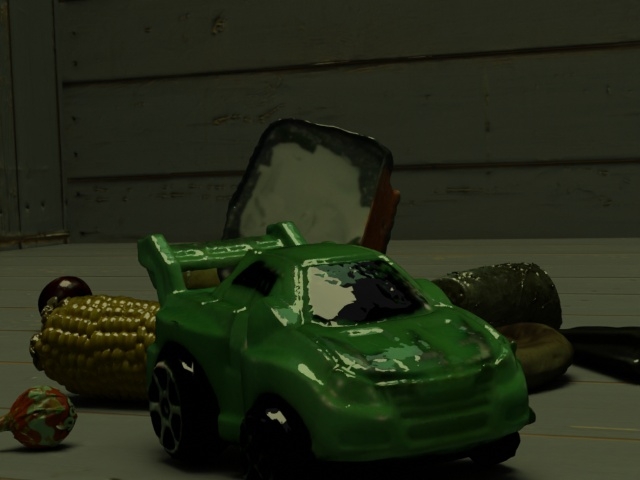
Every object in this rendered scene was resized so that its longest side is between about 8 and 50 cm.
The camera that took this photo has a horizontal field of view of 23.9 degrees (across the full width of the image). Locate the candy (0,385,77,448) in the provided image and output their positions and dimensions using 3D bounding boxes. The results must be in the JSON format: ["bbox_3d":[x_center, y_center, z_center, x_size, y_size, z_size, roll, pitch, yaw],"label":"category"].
[{"bbox_3d":[-0.292,0.156,1.241,0.185,0.049,0.055,-9,49,-13],"label":"candy"}]

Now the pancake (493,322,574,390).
[{"bbox_3d":[0.111,0.119,1.536,0.294,0.049,0.294,-4,4,0],"label":"pancake"}]

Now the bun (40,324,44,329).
[{"bbox_3d":[-0.303,0.114,1.879,0.086,0.055,0.086,-16,0,0],"label":"bun"}]

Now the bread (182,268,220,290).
[{"bbox_3d":[-0.175,0.058,2.654,0.156,0.064,0.117,0,3,23],"label":"bread"}]

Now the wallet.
[{"bbox_3d":[0.353,0.109,1.587,0.168,0.052,0.245,1,0,-14],"label":"wallet"}]

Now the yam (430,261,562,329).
[{"bbox_3d":[0.197,0.079,1.772,0.183,0.107,0.107,-7,5,-36],"label":"yam"}]

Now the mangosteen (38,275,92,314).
[{"bbox_3d":[-0.359,0.091,2.141,0.081,0.081,0.081,-2,3,0],"label":"mangosteen"}]

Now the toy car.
[{"bbox_3d":[-0.005,0.082,1.157,0.213,0.176,0.359,-5,5,-27],"label":"toy car"}]

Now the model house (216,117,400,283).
[{"bbox_3d":[0.000,0.000,2.144,0.190,0.271,0.301,14,-8,16],"label":"model house"}]

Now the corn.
[{"bbox_3d":[-0.138,0.110,1.455,0.305,0.106,0.106,4,6,24],"label":"corn"}]
